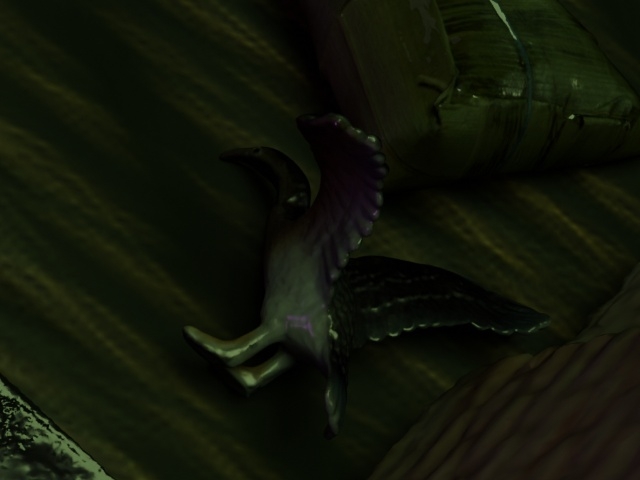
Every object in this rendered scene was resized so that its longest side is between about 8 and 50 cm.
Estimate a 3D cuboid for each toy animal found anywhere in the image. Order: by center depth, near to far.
[{"bbox_3d":[-0.013,0.009,0.856,0.197,0.272,0.160,25,70,31],"label":"toy animal"}]

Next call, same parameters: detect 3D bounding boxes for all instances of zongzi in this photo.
[{"bbox_3d":[0.107,-0.160,0.996,0.274,0.125,0.251,-7,72,-39],"label":"zongzi"}]

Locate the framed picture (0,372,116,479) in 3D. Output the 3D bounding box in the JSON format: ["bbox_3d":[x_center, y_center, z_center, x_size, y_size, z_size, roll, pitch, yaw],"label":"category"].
[{"bbox_3d":[-0.217,0.214,0.726,0.244,0.013,0.324,43,57,0],"label":"framed picture"}]

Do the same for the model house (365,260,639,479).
[{"bbox_3d":[0.294,0.163,0.736,0.395,0.400,0.445,50,56,-3],"label":"model house"}]
